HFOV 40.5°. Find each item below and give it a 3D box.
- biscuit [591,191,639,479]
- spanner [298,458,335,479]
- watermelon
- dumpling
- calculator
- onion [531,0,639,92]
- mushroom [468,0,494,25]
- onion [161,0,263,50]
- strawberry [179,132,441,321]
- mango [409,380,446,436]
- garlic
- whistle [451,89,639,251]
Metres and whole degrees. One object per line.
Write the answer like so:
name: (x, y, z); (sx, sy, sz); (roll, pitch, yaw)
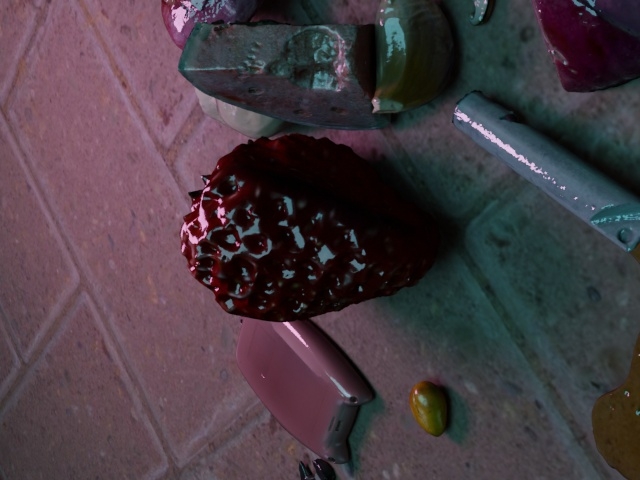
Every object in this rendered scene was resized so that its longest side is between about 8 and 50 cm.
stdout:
biscuit: (0.473, 0.136, 0.930); (0.368, 0.076, 0.394); (26, 118, 52)
spanner: (0.012, 0.547, 1.589); (0.087, 0.024, 0.316); (-2, 101, 48)
watermelon: (-0.030, -0.260, 1.207); (0.226, 0.318, 0.148); (172, 108, -70)
dumpling: (-0.102, -0.249, 1.389); (0.162, 0.132, 0.250); (39, 138, -17)
calculator: (-0.051, 0.238, 1.544); (0.329, 0.048, 0.220); (40, 129, 34)
onion: (0.317, -0.304, 0.958); (0.247, 0.111, 0.250); (-17, 87, 49)
mushroom: (0.205, -0.331, 1.129); (0.049, 0.019, 0.101); (5, 102, 45)
onion: (-0.150, -0.431, 1.356); (0.283, 0.120, 0.227); (-38, 45, 24)
strawberry: (0.000, 0.000, 1.263); (0.345, 0.317, 0.295); (20, 85, 24)
mango: (0.166, 0.258, 1.322); (0.060, 0.046, 0.089); (-15, 95, 47)
garlic: (0.113, -0.272, 1.162); (0.090, 0.128, 0.198); (14, 110, 51)
whistle: (0.278, -0.090, 1.055); (0.312, 0.062, 0.062); (46, 131, 41)
